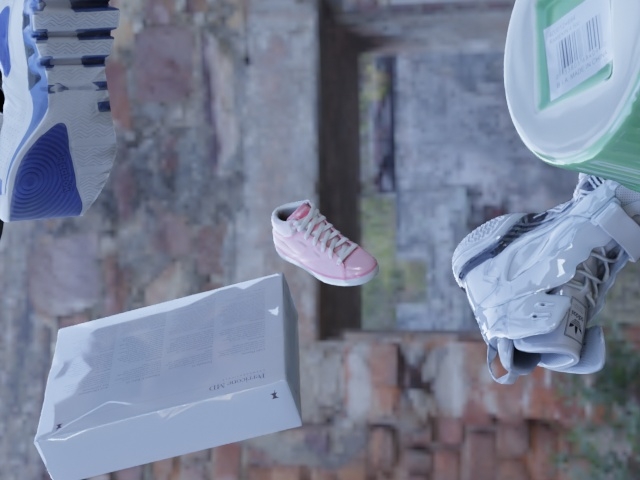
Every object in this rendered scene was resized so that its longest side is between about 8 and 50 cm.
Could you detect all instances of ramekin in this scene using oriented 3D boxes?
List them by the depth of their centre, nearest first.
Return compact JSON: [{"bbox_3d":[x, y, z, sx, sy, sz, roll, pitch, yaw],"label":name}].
[{"bbox_3d":[0.326,-0.204,1.492,0.303,0.148,0.303,-24,63,61],"label":"ramekin"}]

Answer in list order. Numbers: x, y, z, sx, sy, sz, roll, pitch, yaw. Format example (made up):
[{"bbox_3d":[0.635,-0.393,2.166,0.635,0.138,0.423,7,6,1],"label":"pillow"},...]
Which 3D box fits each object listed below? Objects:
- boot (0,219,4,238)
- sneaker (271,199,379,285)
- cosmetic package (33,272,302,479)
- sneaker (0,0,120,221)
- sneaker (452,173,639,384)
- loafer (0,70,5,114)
[{"bbox_3d":[-0.511,-0.093,1.895,0.229,0.091,0.263,9,106,60],"label":"boot"},{"bbox_3d":[0.000,0.000,1.503,0.051,0.134,0.070,-43,-42,-32],"label":"sneaker"},{"bbox_3d":[-0.220,0.202,2.106,0.284,0.377,0.097,-92,-14,-61],"label":"cosmetic package"},{"bbox_3d":[-0.321,-0.191,1.642,0.182,0.127,0.315,40,124,51],"label":"sneaker"},{"bbox_3d":[0.330,0.030,1.675,0.137,0.366,0.210,37,-146,-39],"label":"sneaker"},{"bbox_3d":[-0.596,-0.299,2.275,0.302,0.109,0.095,29,-137,-49],"label":"loafer"}]
